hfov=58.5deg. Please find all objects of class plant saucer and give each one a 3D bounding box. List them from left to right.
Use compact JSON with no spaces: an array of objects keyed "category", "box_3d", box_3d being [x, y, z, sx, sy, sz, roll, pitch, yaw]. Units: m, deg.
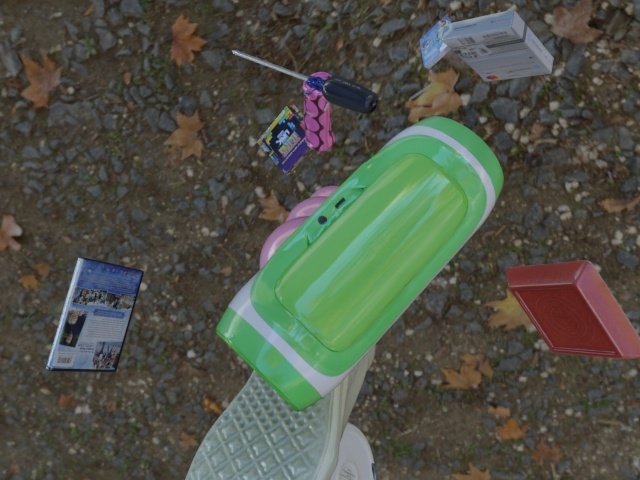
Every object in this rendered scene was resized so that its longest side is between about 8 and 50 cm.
[{"category":"plant saucer","box_3d":[0.561,0.169,1.296,0.258,0.048,0.259,54,159,-8]}]

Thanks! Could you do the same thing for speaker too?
[{"category":"speaker","box_3d":[0.042,0.016,0.551,0.296,0.131,0.131,-45,108,-14]}]

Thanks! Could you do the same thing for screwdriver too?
[{"category":"screwdriver","box_3d":[-0.022,-0.147,0.521,0.170,0.025,0.024,23,165,26]}]

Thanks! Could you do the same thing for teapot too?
[{"category":"teapot","box_3d":[-0.013,0.500,1.209,0.187,0.253,0.255,-14,97,35]}]

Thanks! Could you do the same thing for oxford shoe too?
[{"category":"oxford shoe","box_3d":[-0.031,0.218,0.696,0.169,0.449,0.130,0,135,25]}]

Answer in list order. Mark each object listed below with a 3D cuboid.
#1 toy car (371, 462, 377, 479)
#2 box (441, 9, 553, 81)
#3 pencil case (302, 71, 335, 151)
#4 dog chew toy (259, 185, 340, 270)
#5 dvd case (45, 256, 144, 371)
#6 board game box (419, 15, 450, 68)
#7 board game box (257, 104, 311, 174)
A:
[{"category":"toy car","box_3d":[0.098,0.287,0.495,0.155,0.149,0.188,-24,87,66]},{"category":"box","box_3d":[0.346,-0.372,1.112,0.145,0.038,0.186,6,170,45]},{"category":"pencil case","box_3d":[-0.001,-0.326,1.485,0.098,0.095,0.209,44,157,27]},{"category":"dog chew toy","box_3d":[0.000,0.000,1.238,0.207,0.331,0.206,11,131,12]},{"category":"dvd case","box_3d":[-0.509,0.175,1.308,0.022,0.180,0.252,10,83,31]},{"category":"board game box","box_3d":[0.278,-0.474,1.367,0.020,0.090,0.090,14,148,-31]},{"category":"board game box","box_3d":[-0.099,-0.314,1.787,0.141,0.048,0.170,50,126,6]}]
